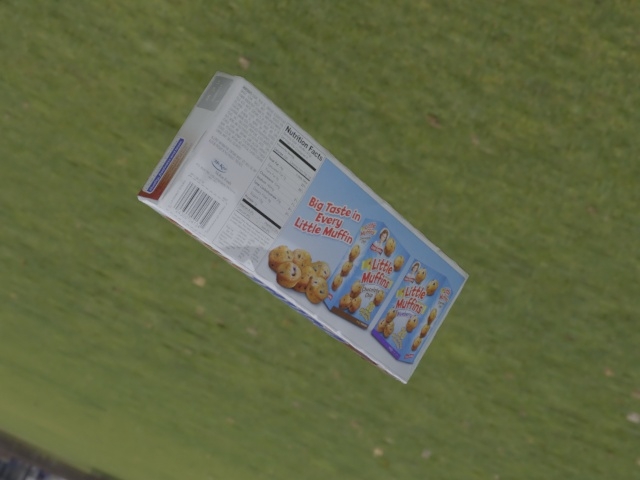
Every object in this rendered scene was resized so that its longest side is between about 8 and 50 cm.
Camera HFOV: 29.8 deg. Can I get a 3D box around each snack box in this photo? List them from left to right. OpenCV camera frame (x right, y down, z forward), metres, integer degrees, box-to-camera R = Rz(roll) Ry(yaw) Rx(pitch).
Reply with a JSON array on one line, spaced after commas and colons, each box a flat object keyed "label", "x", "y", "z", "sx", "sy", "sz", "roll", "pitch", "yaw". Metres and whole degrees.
[{"label": "snack box", "x": 0.000, "y": 0.000, "z": 0.540, "sx": 0.022, "sy": 0.064, "sz": 0.178, "roll": 21, "pitch": 167, "yaw": 48}]
